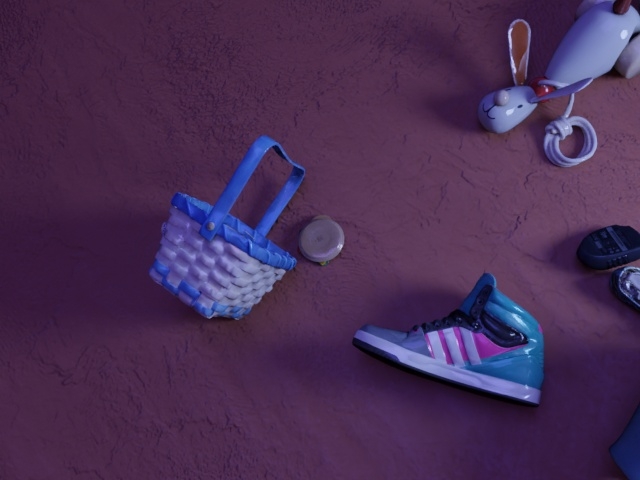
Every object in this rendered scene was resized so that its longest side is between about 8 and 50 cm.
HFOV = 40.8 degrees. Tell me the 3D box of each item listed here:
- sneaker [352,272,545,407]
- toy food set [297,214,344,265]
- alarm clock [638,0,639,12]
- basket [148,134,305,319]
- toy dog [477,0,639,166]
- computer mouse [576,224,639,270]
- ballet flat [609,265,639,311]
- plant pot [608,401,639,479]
[{"bbox_3d":[0.210,0.131,1.327,0.296,0.124,0.178,16,78,9],"label":"sneaker"},{"bbox_3d":[0.000,0.000,1.479,0.082,0.020,0.083,-44,68,-7],"label":"toy food set"},{"bbox_3d":[0.594,-0.428,1.438,0.129,0.192,0.064,-42,34,-5],"label":"alarm clock"},{"bbox_3d":[-0.133,-0.022,1.390,0.201,0.255,0.289,37,90,15],"label":"basket"},{"bbox_3d":[0.421,-0.308,1.435,0.220,0.161,0.333,32,79,21],"label":"toy dog"},{"bbox_3d":[0.525,-0.001,1.367,0.242,0.041,0.071,-14,40,1],"label":"computer mouse"},{"bbox_3d":[0.527,0.100,1.309,0.188,0.070,0.070,31,78,20],"label":"ballet flat"},{"bbox_3d":[0.542,0.268,1.150,0.255,0.272,0.271,-45,67,9],"label":"plant pot"}]
